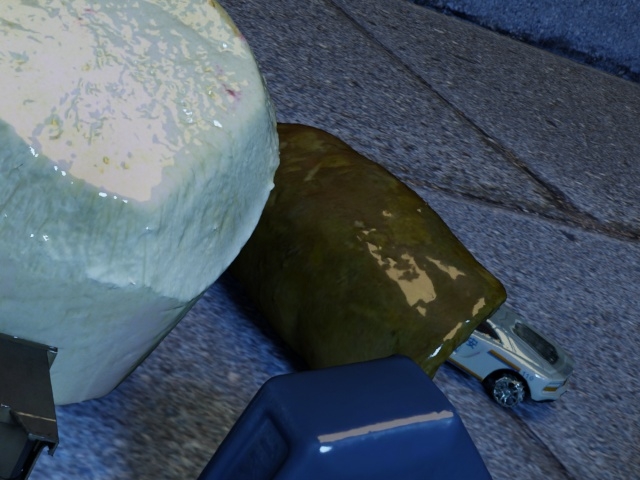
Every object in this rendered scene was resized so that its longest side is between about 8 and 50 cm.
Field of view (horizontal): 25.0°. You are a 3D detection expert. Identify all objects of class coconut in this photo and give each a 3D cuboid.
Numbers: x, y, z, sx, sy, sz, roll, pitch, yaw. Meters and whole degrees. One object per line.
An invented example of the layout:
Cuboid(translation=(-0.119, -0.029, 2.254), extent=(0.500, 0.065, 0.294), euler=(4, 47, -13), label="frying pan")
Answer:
Cuboid(translation=(-0.162, -0.035, 0.849), extent=(0.239, 0.244, 0.239), euler=(17, 53, -24), label="coconut")

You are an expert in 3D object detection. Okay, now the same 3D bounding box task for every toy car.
Cuboid(translation=(0.116, 0.070, 1.198), extent=(0.205, 0.056, 0.095), euler=(31, 21, 12), label="toy car")

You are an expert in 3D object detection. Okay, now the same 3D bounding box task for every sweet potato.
Cuboid(translation=(0.000, 0.000, 1.096), extent=(0.158, 0.158, 0.370), euler=(8, 27, -43), label="sweet potato")

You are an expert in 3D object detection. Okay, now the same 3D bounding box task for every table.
Cuboid(translation=(-0.180, 0.094, 0.728), extent=(0.083, 0.070, 0.082), euler=(18, 24, -25), label="table")

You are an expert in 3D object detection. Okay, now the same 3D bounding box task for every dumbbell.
Cuboid(translation=(0.062, 0.191, 0.648), extent=(0.160, 0.144, 0.325), euler=(-9, 33, -24), label="dumbbell")
